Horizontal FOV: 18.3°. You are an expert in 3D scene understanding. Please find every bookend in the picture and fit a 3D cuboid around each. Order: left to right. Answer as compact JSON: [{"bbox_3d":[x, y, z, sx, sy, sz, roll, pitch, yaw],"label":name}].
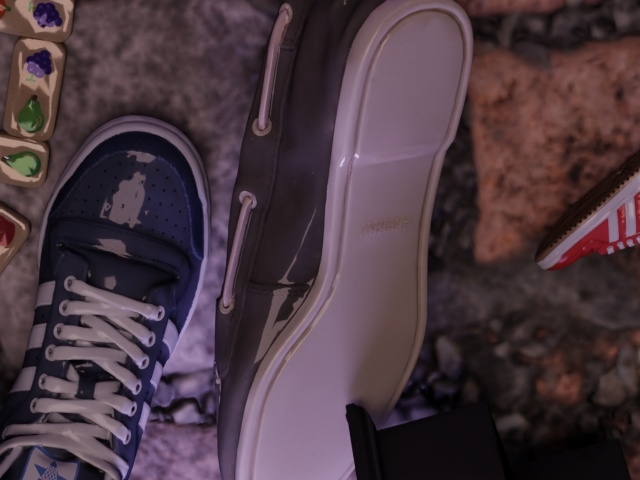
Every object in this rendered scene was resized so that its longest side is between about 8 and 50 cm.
[{"bbox_3d":[0.111,0.146,1.122,0.156,0.072,0.157,-17,135,8],"label":"bookend"}]

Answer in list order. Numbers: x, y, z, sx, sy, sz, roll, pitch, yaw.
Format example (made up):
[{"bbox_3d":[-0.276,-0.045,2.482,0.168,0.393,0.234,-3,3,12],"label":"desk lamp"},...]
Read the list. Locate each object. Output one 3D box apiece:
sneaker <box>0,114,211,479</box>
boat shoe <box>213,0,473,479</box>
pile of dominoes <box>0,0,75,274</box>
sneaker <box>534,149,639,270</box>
[{"bbox_3d":[-0.131,0.079,1.089,0.099,0.153,0.282,18,110,-6],"label":"sneaker"},{"bbox_3d":[0.000,0.000,1.102,0.112,0.095,0.335,-4,120,-36],"label":"boat shoe"},{"bbox_3d":[-0.274,-0.063,1.099,0.251,0.040,0.196,10,110,-2],"label":"pile of dominoes"},{"bbox_3d":[0.182,-0.007,1.110,0.118,0.042,0.067,-40,102,12],"label":"sneaker"}]
